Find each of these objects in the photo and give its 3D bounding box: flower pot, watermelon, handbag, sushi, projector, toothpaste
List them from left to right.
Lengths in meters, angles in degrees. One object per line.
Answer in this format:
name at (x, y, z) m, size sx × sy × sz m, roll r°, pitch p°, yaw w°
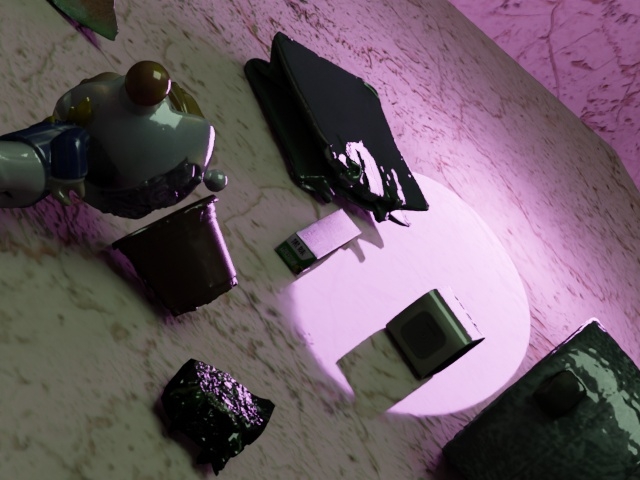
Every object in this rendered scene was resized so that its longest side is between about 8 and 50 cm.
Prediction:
watermelon at (-0.285, -0.308, 1.501) m, size 0.155 × 0.080 × 0.101 m, roll 26°, pitch 20°, yaw -18°
flower pot at (-0.128, 0.019, 1.243) m, size 0.089 × 0.111 × 0.111 m, roll 64°, pitch 20°, yaw -6°
sushi at (-0.094, 0.148, 1.144) m, size 0.083 × 0.056 × 0.085 m, roll 48°, pitch 20°, yaw -8°
toothpaste at (0.000, 0.000, 1.602) m, size 0.043 × 0.037 × 0.178 m, roll 53°, pitch 21°, yaw 3°
handbag at (0.025, -0.146, 1.839) m, size 0.247 × 0.079 × 0.260 m, roll 24°, pitch 34°, yaw -49°
projector at (0.142, 0.113, 1.637) m, size 0.082 × 0.083 × 0.083 m, roll 56°, pitch 22°, yaw 14°
flower pot at (0.327, 0.252, 1.486) m, size 0.283 × 0.299 × 0.299 m, roll 50°, pitch 21°, yaw 10°

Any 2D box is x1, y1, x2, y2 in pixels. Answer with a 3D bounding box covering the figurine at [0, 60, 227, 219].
figurine at (-0.198, -0.078, 1.126) m, size 0.133 × 0.194 × 0.274 m, roll 66°, pitch 22°, yaw 6°
